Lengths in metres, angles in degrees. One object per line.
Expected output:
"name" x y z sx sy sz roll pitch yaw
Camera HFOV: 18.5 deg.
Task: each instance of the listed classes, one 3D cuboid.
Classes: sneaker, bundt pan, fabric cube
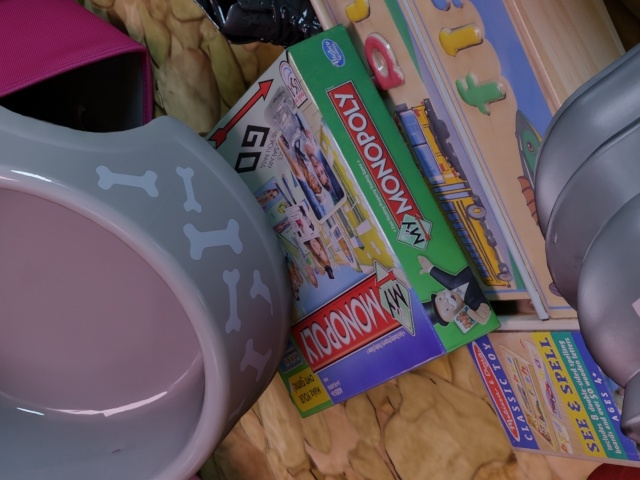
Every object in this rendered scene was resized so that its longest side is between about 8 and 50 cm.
"sneaker" -0.031 -0.149 1.316 0.170 0.089 0.051 50 143 20
"bundt pan" 0.198 0.054 0.888 0.331 0.124 0.331 60 -169 -19
"fabric cube" -0.309 -0.066 1.591 0.258 0.254 0.259 36 137 37

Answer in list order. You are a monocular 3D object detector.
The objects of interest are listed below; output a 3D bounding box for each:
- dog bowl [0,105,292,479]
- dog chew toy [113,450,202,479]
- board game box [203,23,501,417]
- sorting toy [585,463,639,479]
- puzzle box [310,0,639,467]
"dog bowl" -0.200 0.051 1.362 0.349 0.102 0.348 7 127 10
"dog chew toy" -0.187 0.207 1.662 0.206 0.207 0.331 -29 79 55
"board game box" 0.000 0.000 1.345 0.213 0.046 0.317 63 159 4
"sorting toy" 0.128 0.284 1.351 0.127 0.126 0.365 54 143 15
"puzzle box" 0.106 -0.059 1.152 0.409 0.052 0.272 65 162 -5
